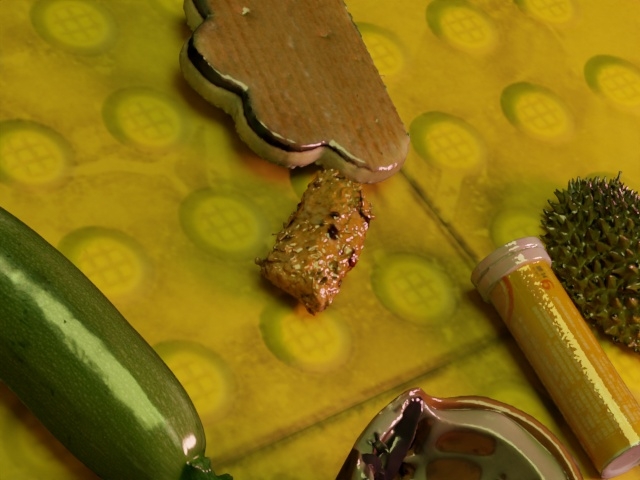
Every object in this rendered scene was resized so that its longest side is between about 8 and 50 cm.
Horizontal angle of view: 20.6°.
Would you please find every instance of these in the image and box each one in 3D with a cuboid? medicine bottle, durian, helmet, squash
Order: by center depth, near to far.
[{"bbox_3d":[0.093,0.223,1.349,0.198,0.130,0.224,47,38,15],"label":"helmet"},{"bbox_3d":[-0.215,0.069,1.354,0.395,0.107,0.107,41,47,14],"label":"squash"},{"bbox_3d":[0.217,0.102,1.553,0.074,0.074,0.218,-13,59,-33],"label":"medicine bottle"},{"bbox_3d":[0.293,0.008,1.656,0.137,0.095,0.220,-6,48,-30],"label":"durian"}]

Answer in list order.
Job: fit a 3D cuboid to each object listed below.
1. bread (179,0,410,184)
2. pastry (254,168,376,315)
[{"bbox_3d":[-0.040,-0.165,1.671,0.207,0.056,0.286,0,52,-29],"label":"bread"},{"bbox_3d":[0.000,0.000,1.551,0.080,0.056,0.140,28,52,9],"label":"pastry"}]
